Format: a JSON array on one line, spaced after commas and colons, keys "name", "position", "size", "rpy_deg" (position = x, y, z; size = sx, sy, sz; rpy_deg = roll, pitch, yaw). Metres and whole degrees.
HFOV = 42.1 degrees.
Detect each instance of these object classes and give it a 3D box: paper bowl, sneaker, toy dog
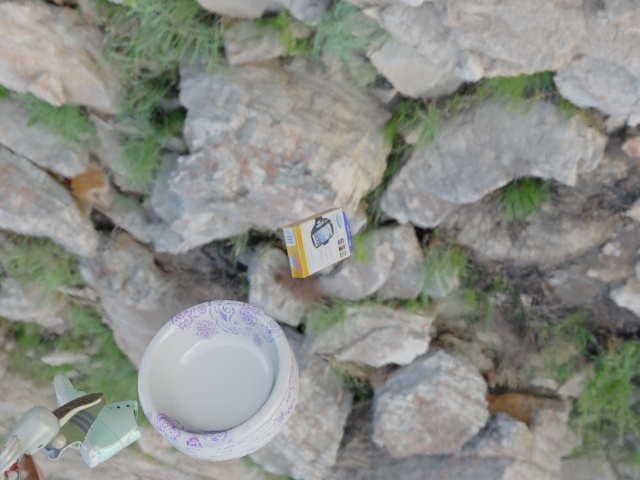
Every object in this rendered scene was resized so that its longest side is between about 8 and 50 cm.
[{"name": "paper bowl", "position": [-0.179, 0.265, 1.532], "size": [0.284, 0.284, 0.148], "rpy_deg": [11, 150, 18]}, {"name": "sneaker", "position": [-0.499, 0.383, 1.878], "size": [0.256, 0.151, 0.094], "rpy_deg": [47, 147, 35]}, {"name": "toy dog", "position": [-0.559, 0.484, 1.502], "size": [0.161, 0.333, 0.220], "rpy_deg": [37, -174, -13]}, {"name": "sneaker", "position": [-0.504, 0.381, 1.697], "size": [0.064, 0.192, 0.086], "rpy_deg": [-5, 98, 21]}]

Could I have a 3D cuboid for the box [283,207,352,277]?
[{"name": "box", "position": [0.000, 0.000, 1.295], "size": [0.028, 0.136, 0.081], "rpy_deg": [-2, 104, 38]}]
